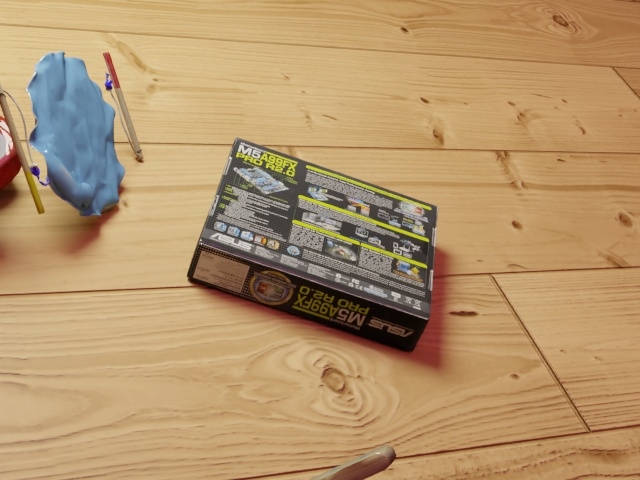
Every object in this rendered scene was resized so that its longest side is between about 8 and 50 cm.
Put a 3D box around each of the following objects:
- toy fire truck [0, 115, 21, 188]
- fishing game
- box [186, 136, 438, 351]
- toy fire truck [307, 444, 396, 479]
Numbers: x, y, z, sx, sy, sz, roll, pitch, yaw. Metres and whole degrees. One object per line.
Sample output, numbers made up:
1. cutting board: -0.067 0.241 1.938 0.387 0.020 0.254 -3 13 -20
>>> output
1. toy fire truck: -0.470 -0.111 1.087 0.302 0.169 0.254 38 67 17
2. fishing game: -0.272 -0.114 1.166 0.041 0.189 0.264 -12 17 18
3. box: 0.000 0.000 1.240 0.270 0.060 0.216 18 38 -6
4. toy fire truck: -0.049 0.250 0.732 0.159 0.246 0.217 18 1 -7
